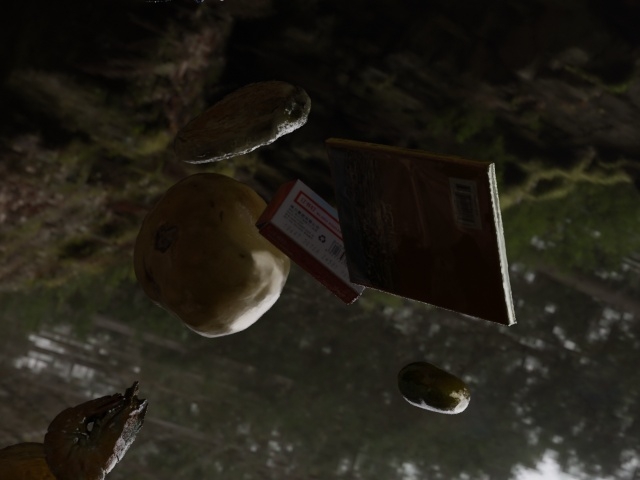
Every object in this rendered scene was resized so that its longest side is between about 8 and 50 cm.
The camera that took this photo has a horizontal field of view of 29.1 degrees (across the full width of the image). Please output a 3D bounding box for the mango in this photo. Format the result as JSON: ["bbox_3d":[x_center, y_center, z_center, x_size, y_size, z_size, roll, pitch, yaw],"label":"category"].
[{"bbox_3d":[0.212,0.278,2.280,0.085,0.122,0.191,-62,-156,0],"label":"mango"}]

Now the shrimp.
[{"bbox_3d":[-0.337,0.282,1.873,0.051,0.115,0.217,-38,-171,46],"label":"shrimp"}]

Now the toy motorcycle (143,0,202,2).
[{"bbox_3d":[-0.239,-0.486,2.110,0.331,0.196,0.125,-106,-168,-56],"label":"toy motorcycle"}]

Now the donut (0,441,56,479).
[{"bbox_3d":[-0.552,0.554,2.149,0.435,0.163,0.377,-28,-104,24],"label":"donut"}]

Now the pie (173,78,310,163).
[{"bbox_3d":[-0.171,-0.252,2.661,0.339,0.077,0.339,-19,-155,9],"label":"pie"}]

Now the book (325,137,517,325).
[{"bbox_3d":[0.152,-0.021,1.962,0.374,0.028,0.262,15,-57,50],"label":"book"}]

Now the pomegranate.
[{"bbox_3d":[-0.215,0.032,2.526,0.332,0.332,0.332,-41,-142,43],"label":"pomegranate"}]

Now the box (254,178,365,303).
[{"bbox_3d":[0.000,0.000,2.245,0.050,0.229,0.123,-39,-164,50],"label":"box"}]
